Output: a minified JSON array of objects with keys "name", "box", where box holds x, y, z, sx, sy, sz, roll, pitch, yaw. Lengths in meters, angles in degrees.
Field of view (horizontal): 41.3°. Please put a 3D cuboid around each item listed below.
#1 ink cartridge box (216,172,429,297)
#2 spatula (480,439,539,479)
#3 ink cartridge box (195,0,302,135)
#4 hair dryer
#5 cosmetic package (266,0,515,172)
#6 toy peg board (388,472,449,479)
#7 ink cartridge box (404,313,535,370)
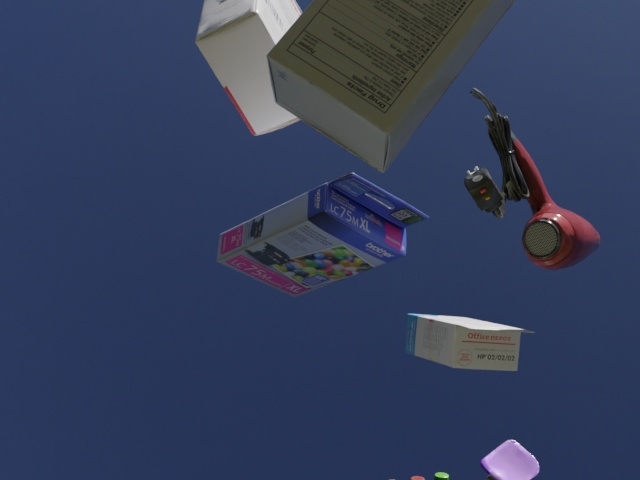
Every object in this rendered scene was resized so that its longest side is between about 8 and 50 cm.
[{"name":"ink cartridge box","box":[0.000,0.000,1.373,0.311,0.065,0.186,-25,-40,38]},{"name":"spatula","box":[0.259,0.453,1.470,0.084,0.296,0.030,39,-25,37]},{"name":"ink cartridge box","box":[-0.105,-0.350,1.471,0.117,0.283,0.207,-20,-52,16]},{"name":"hair dryer","box":[0.301,-0.065,1.146,0.080,0.223,0.293,-23,-53,35]},{"name":"cosmetic package","box":[0.098,-0.249,0.938,0.160,0.113,0.309,36,-102,11]},{"name":"toy peg board","box":[0.112,0.376,1.180,0.161,0.161,0.079,4,-84,11]},{"name":"ink cartridge box","box":[0.205,0.143,1.188,0.104,0.181,0.061,5,-91,-21]}]
